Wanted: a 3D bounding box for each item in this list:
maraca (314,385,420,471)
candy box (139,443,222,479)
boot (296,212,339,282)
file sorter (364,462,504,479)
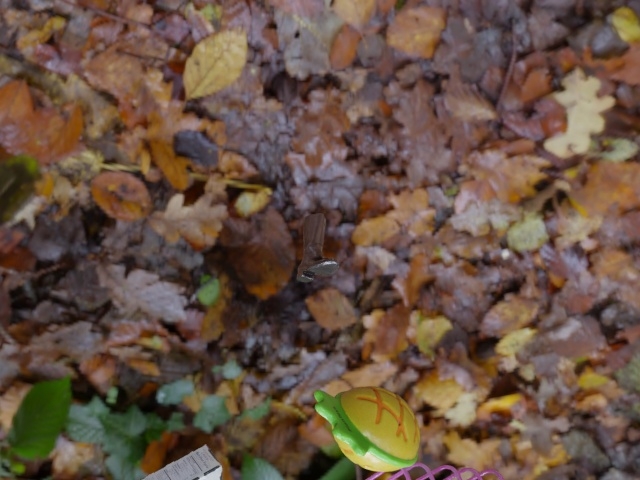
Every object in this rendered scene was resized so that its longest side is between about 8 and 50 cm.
[{"bbox_3d":[0.060,0.238,1.175,0.099,0.127,0.185,-52,142,11],"label":"maraca"},{"bbox_3d":[-0.317,0.544,1.915,0.233,0.071,0.159,-23,138,-27],"label":"candy box"},{"bbox_3d":[0.000,0.000,1.435,0.037,0.114,0.106,24,153,-29],"label":"boot"},{"bbox_3d":[0.190,0.501,1.596,0.290,0.182,0.202,17,133,-43],"label":"file sorter"}]
